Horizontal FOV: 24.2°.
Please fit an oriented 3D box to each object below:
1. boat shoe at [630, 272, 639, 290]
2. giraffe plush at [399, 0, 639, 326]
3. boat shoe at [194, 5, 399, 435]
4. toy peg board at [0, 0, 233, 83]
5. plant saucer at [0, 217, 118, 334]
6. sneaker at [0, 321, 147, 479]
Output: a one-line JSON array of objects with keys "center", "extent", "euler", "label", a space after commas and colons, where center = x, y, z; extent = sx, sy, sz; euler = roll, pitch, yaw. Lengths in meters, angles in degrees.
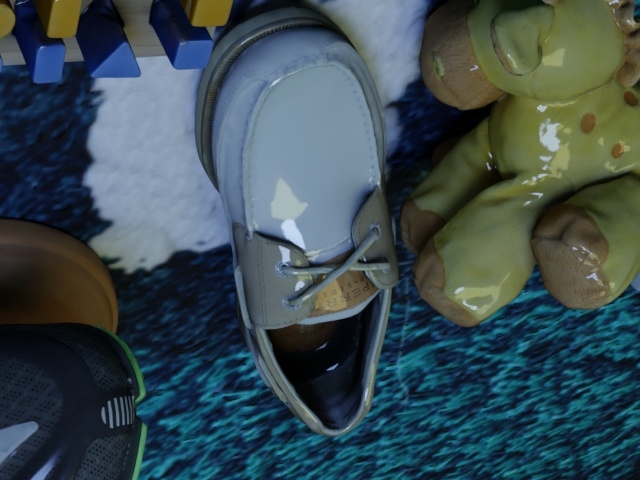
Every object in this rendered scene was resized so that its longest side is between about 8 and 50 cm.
[{"center": [0.257, -0.041, 1.017], "extent": [0.063, 0.066, 0.184], "euler": [-8, 129, -23], "label": "boat shoe"}, {"center": [0.123, -0.077, 0.823], "extent": [0.210, 0.181, 0.170], "euler": [-21, 123, 10], "label": "giraffe plush"}, {"center": [0.000, 0.000, 0.867], "extent": [0.113, 0.103, 0.302], "euler": [-20, 142, -10], "label": "boat shoe"}, {"center": [-0.102, -0.127, 0.674], "extent": [0.161, 0.079, 0.160], "euler": [-6, 138, -25], "label": "toy peg board"}, {"center": [-0.213, 0.069, 0.875], "extent": [0.200, 0.037, 0.200], "euler": [-17, 141, -14], "label": "plant saucer"}, {"center": [-0.315, 0.133, 0.697], "extent": [0.483, 0.185, 0.202], "euler": [-12, 160, -12], "label": "sneaker"}]
